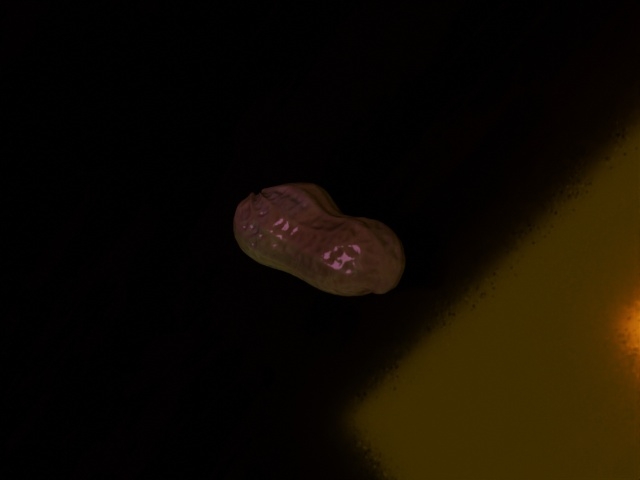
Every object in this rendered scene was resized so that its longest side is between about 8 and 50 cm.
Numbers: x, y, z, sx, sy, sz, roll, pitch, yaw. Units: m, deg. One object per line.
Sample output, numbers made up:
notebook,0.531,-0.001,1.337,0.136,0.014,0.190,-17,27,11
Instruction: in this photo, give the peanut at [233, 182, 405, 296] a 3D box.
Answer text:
peanut,0.000,0.000,1.393,0.214,0.090,0.098,25,76,34
